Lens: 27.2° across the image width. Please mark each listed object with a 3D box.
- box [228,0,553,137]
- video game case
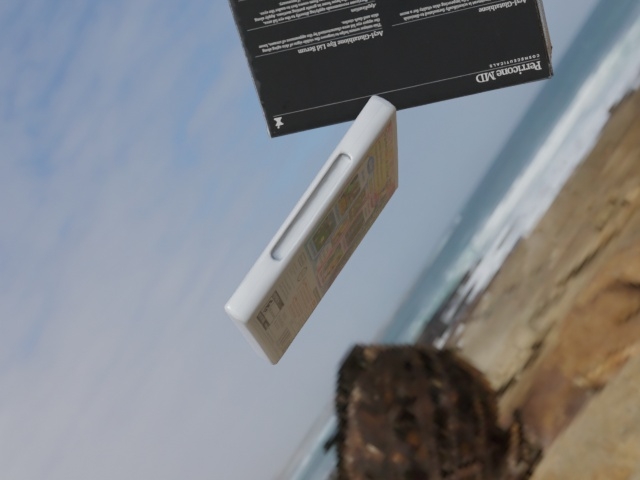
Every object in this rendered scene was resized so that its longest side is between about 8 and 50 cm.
[{"bbox_3d":[0.060,-0.214,1.176,0.103,0.261,0.184,-68,-35,-65],"label":"box"},{"bbox_3d":[0.000,0.000,0.773,0.143,0.019,0.157,-56,-11,-9],"label":"video game case"}]
